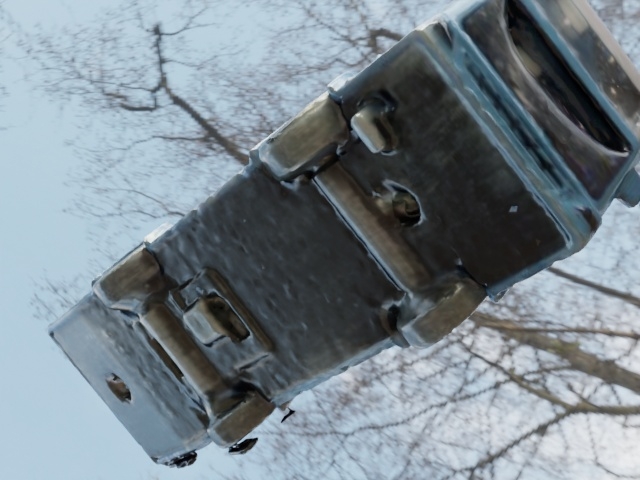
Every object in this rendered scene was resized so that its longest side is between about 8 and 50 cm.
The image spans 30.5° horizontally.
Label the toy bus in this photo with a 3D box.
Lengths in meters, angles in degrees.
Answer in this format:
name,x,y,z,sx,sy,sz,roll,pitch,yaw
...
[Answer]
name,x,y,z,sx,sy,sz,roll,pitch,yaw
toy bus,0.000,0.000,0.509,0.106,0.297,0.131,52,-134,-5
